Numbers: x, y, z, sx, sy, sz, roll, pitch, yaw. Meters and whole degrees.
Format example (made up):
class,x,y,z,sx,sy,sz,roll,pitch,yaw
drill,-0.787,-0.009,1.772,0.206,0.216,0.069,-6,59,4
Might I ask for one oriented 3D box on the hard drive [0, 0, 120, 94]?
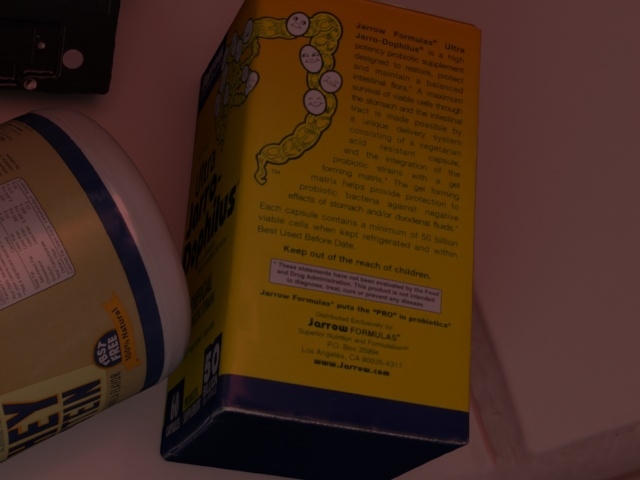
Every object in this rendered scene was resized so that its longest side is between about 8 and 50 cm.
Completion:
class,x,y,z,sx,sy,sz,roll,pitch,yaw
hard drive,-0.323,-0.241,1.107,0.339,0.237,0.064,1,29,-20

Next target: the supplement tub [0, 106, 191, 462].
class,x,y,z,sx,sy,sz,roll,pitch,yaw
supplement tub,-0.276,0.058,1.002,0.316,0.228,0.228,-26,81,-26

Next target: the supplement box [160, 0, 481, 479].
class,x,y,z,sx,sy,sz,roll,pitch,yaw
supplement box,0.000,0.000,1.144,0.195,0.194,0.356,11,67,-16
